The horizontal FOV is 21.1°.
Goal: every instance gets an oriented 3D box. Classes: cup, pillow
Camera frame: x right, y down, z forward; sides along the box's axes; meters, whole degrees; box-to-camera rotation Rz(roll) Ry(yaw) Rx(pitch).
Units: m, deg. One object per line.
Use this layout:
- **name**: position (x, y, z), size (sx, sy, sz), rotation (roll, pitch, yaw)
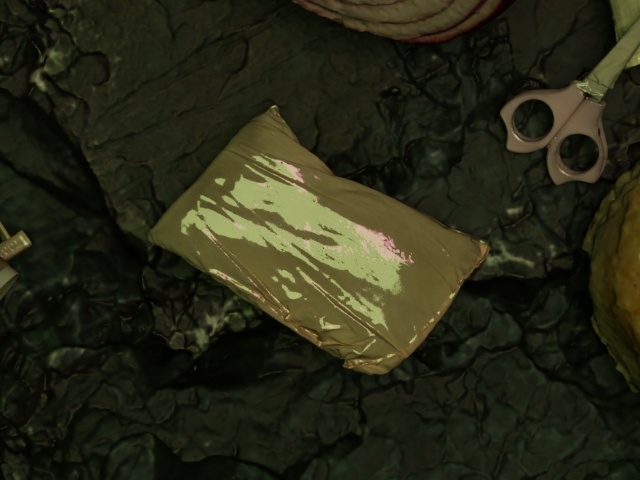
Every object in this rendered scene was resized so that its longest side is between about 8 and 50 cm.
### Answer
- **cup**: position (-0.323, 0.013, 1.543), size (0.099, 0.074, 0.102), rotation (41, 89, -2)
- **pillow**: position (0.000, 0.000, 1.557), size (0.270, 0.067, 0.173), rotation (34, 85, -3)

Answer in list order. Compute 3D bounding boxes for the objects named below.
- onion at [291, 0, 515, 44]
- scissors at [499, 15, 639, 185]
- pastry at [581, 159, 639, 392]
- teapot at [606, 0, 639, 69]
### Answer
- **onion**: position (0.062, -0.350, 1.442), size (0.336, 0.282, 0.260), rotation (34, 60, -20)
- **scissors**: position (0.249, -0.143, 1.539), size (0.110, 0.021, 0.212), rotation (36, 119, 0)
- **pastry**: position (0.388, 0.034, 1.525), size (0.329, 0.136, 0.330), rotation (-1, 96, -6)
- **teapot**: position (0.272, -0.258, 1.562), size (0.107, 0.077, 0.200), rotation (-14, 91, 17)
